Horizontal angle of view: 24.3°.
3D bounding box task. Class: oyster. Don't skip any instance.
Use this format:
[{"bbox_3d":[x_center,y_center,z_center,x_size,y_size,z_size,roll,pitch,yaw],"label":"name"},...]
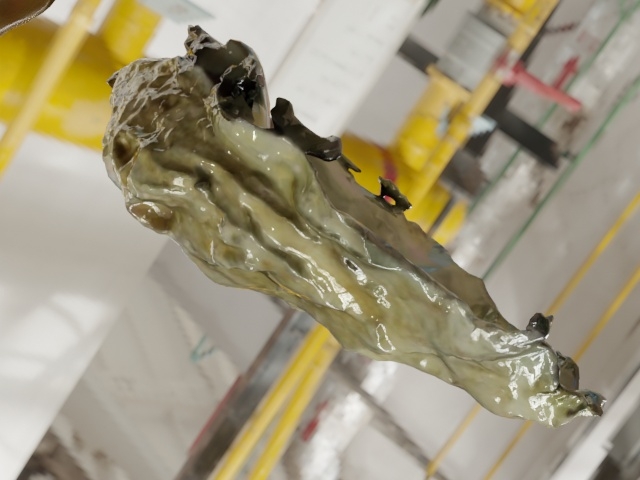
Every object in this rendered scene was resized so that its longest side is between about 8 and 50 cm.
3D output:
[{"bbox_3d":[0.003,0.003,0.512,0.209,0.072,0.133,40,-175,-2],"label":"oyster"}]

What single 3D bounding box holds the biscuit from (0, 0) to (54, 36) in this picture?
[{"bbox_3d":[-0.157,-0.094,0.463,0.070,0.394,0.350,56,-160,-33],"label":"biscuit"}]
